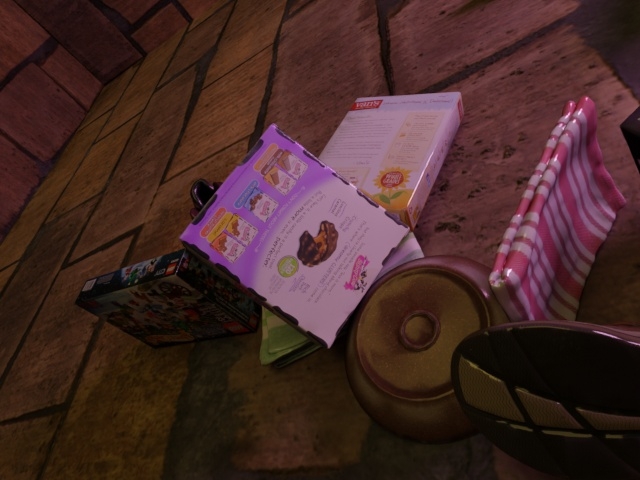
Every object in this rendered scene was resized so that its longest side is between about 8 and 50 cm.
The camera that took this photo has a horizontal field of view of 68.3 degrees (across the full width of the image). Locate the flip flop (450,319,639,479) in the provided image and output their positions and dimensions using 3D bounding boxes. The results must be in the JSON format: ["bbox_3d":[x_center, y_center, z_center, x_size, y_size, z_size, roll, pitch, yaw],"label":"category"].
[{"bbox_3d":[0.238,0.100,0.341,0.276,0.080,0.112,-12,85,17],"label":"flip flop"}]

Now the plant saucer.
[{"bbox_3d":[0.105,0.096,0.477,0.198,0.036,0.199,-17,53,25],"label":"plant saucer"}]

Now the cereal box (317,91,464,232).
[{"bbox_3d":[0.086,-0.120,0.669,0.172,0.047,0.240,8,53,33],"label":"cereal box"}]

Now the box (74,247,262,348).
[{"bbox_3d":[-0.226,0.096,0.699,0.233,0.159,0.044,-16,45,32],"label":"box"}]

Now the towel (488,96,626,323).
[{"bbox_3d":[0.211,-0.004,0.408,0.029,0.144,0.197,10,63,48],"label":"towel"}]

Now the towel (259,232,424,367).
[{"bbox_3d":[0.000,0.000,0.685,0.247,0.038,0.325,-32,39,14],"label":"towel"}]

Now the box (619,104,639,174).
[{"bbox_3d":[0.378,-0.065,0.299,0.184,0.103,0.261,-47,44,13],"label":"box"}]

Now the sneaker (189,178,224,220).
[{"bbox_3d":[-0.139,-0.039,0.681,0.281,0.162,0.106,23,72,48],"label":"sneaker"}]

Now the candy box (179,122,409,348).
[{"bbox_3d":[-0.028,-0.002,0.534,0.165,0.196,0.070,-53,3,-14],"label":"candy box"}]
